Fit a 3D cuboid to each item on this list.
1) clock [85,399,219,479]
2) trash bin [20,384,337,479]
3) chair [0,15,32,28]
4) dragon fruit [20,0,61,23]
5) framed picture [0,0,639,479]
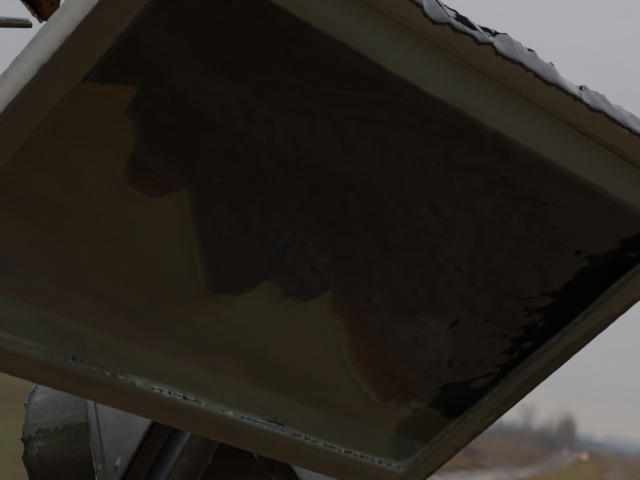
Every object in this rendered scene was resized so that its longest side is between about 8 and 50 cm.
[{"bbox_3d":[-0.135,0.104,1.352,0.049,0.278,0.273,21,21,-23],"label":"clock"},{"bbox_3d":[-0.127,0.190,1.588,0.302,0.252,0.203,-15,-57,27],"label":"trash bin"},{"bbox_3d":[-0.432,-0.344,1.703,0.272,0.188,0.166,-1,-24,-34],"label":"chair"},{"bbox_3d":[-0.038,-0.212,0.755,0.307,0.227,0.243,15,-26,-28],"label":"dragon fruit"},{"bbox_3d":[0.000,0.001,0.525,0.265,0.018,0.192,24,-58,-38],"label":"framed picture"}]
